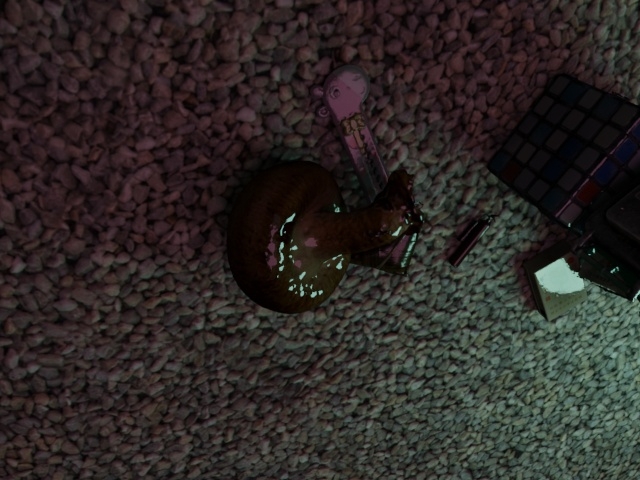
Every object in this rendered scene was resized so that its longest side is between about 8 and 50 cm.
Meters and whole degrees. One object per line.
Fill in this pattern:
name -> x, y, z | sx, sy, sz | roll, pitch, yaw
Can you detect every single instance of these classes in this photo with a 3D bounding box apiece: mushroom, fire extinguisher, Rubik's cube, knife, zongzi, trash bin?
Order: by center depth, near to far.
trash bin -> 0.738, 0.059, 1.276 | 0.295, 0.259, 0.381 | -40, 126, 6
mushroom -> -0.005, 0.010, 1.297 | 0.334, 0.356, 0.331 | -55, 162, -31
knife -> 0.101, -0.183, 1.353 | 0.132, 0.038, 0.398 | -23, 113, 2
Rubik's cube -> 0.626, -0.165, 1.428 | 0.287, 0.292, 0.293 | 27, 105, -29
zongzi -> 0.147, -0.016, 1.477 | 0.184, 0.084, 0.187 | 13, 106, -14
fire extinguisher -> 0.386, -0.008, 1.588 | 0.049, 0.035, 0.173 | 38, 104, 7

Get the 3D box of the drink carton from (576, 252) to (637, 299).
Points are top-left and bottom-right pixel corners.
drink carton -> 0.846, -0.005, 1.618 | 0.132, 0.194, 0.324 | 15, 101, -29

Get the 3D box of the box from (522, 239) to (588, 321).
box -> 0.659, 0.115, 1.731 | 0.141, 0.058, 0.201 | -31, 124, -1
